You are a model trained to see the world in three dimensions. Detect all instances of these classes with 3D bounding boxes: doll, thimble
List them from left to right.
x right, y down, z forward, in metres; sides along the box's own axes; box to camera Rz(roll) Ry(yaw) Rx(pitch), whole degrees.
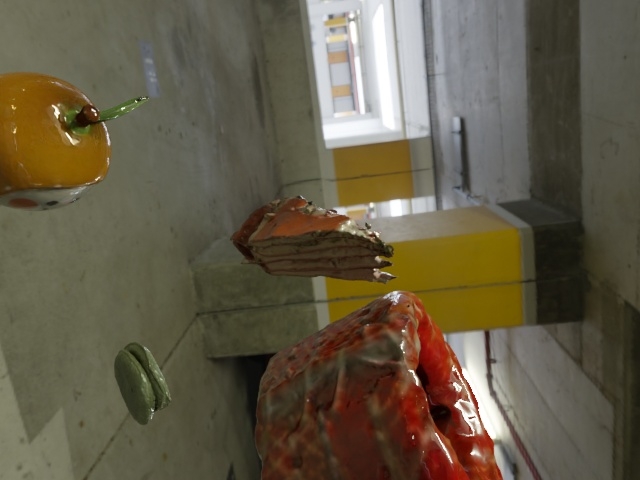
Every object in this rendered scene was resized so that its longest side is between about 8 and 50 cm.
[{"bbox_3d":[-0.387,-0.153,0.758,0.213,0.235,0.214,42,37,-44],"label":"doll"},{"bbox_3d":[0.084,0.255,0.695,0.350,0.230,0.350,55,17,-27],"label":"thimble"}]

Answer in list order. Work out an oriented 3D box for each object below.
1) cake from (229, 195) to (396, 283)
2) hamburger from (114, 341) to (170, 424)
[{"bbox_3d":[-0.002,-0.006,0.746,0.135,0.287,0.098,-42,125,-35],"label":"cake"},{"bbox_3d":[-0.272,0.204,0.795,0.121,0.054,0.084,50,-41,25],"label":"hamburger"}]
